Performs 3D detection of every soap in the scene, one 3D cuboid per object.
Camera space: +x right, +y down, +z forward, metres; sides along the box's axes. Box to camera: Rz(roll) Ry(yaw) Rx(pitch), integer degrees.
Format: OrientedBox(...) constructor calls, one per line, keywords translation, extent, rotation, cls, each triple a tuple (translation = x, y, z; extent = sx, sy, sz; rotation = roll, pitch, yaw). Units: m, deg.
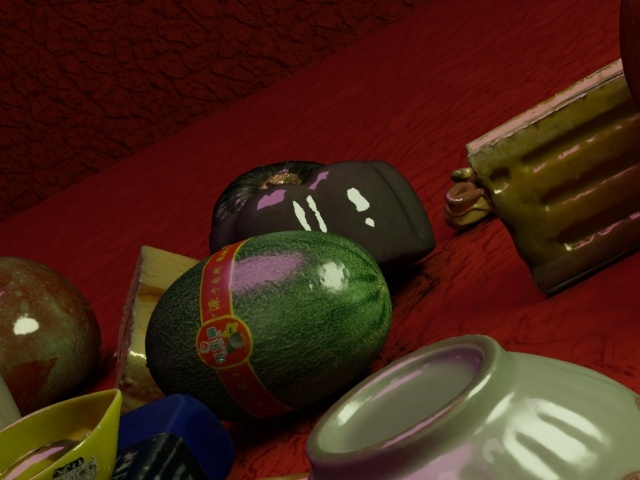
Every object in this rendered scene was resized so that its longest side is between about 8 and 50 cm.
OrientedBox(translation=(0.285, -0.079, 1.534), extent=(0.257, 0.160, 0.080), rotation=(-28, 12, 9), cls="soap")

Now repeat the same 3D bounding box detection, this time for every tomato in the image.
OrientedBox(translation=(-0.443, 0.139, 2.202), extent=(0.270, 0.223, 0.270), rotation=(-31, 10, 6), cls="tomato")

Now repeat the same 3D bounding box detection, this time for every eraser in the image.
OrientedBox(translation=(-0.181, 0.259, 1.465), extent=(0.155, 0.101, 0.332), rotation=(-26, 16, 20), cls="eraser")

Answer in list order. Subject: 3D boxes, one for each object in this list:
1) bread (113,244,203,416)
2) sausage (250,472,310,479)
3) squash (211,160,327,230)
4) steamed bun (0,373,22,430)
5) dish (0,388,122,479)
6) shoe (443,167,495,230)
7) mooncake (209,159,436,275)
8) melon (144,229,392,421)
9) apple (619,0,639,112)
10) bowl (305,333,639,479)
OrientedBox(translation=(-0.190, 0.113, 1.955), extent=(0.178, 0.142, 0.266), rotation=(-17, 30, 4), cls="bread")
OrientedBox(translation=(-0.097, 0.255, 1.258), extent=(0.328, 0.112, 0.112), rotation=(-21, 10, -18), cls="sausage")
OrientedBox(translation=(-0.039, -0.018, 2.015), extent=(0.193, 0.156, 0.193), rotation=(8, 31, -5), cls="squash")
OrientedBox(translation=(-0.554, 0.257, 1.900), extent=(0.383, 0.247, 0.236), rotation=(-27, -8, 18), cls="steamed bun")
OrientedBox(translation=(-0.242, 0.211, 1.386), extent=(0.207, 0.080, 0.149), rotation=(-33, 18, -19), cls="dish")
OrientedBox(translation=(0.187, -0.059, 1.868), extent=(0.109, 0.072, 0.069), rotation=(-27, -25, 0), cls="shoe")
OrientedBox(translation=(0.000, 0.000, 1.812), extent=(0.245, 0.133, 0.245), rotation=(-23, -7, -3), cls="mooncake")
OrientedBox(translation=(-0.063, 0.090, 1.633), extent=(0.287, 0.182, 0.182), rotation=(-24, 16, 28), cls="melon")
OrientedBox(translation=(0.416, -0.187, 1.319), extent=(0.348, 0.277, 0.348), rotation=(-24, 31, 16), cls="apple")
OrientedBox(translation=(0.092, 0.166, 1.095), extent=(0.337, 0.157, 0.337), rotation=(-29, 13, 7), cls="bowl")
